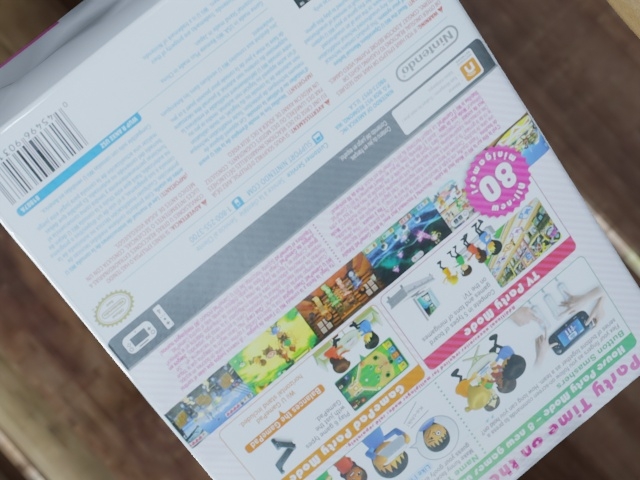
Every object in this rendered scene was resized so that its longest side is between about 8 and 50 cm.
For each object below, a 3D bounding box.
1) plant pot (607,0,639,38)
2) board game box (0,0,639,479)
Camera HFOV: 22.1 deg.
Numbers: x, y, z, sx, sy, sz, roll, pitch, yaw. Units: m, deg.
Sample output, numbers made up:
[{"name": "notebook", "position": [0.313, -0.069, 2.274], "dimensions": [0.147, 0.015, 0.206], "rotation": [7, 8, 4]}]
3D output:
[{"name": "plant pot", "position": [0.269, -0.248, 1.187], "dimensions": [0.237, 0.254, 0.237], "rotation": [-25, 137, -26]}, {"name": "board game box", "position": [0.000, 0.000, 0.780], "dimensions": [0.224, 0.303, 0.097], "rotation": [-39, -156, -8]}]
